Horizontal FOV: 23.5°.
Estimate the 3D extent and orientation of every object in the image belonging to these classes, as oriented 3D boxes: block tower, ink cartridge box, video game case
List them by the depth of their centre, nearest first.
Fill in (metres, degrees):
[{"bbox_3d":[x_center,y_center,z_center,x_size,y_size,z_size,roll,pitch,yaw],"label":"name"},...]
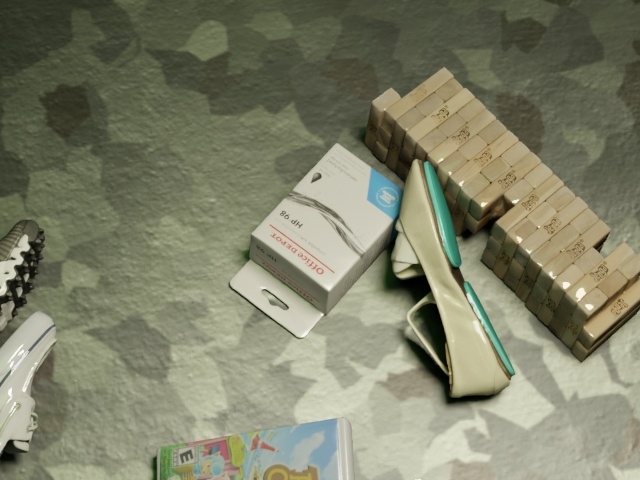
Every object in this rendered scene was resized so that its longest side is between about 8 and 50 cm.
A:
[{"bbox_3d":[-0.059,0.278,1.415,0.193,0.023,0.212,-11,61,15],"label":"video game case"},{"bbox_3d":[0.000,0.000,1.584,0.104,0.060,0.180,36,65,13],"label":"ink cartridge box"},{"bbox_3d":[0.193,-0.036,1.602,0.097,0.091,0.335,-38,72,-22],"label":"block tower"}]

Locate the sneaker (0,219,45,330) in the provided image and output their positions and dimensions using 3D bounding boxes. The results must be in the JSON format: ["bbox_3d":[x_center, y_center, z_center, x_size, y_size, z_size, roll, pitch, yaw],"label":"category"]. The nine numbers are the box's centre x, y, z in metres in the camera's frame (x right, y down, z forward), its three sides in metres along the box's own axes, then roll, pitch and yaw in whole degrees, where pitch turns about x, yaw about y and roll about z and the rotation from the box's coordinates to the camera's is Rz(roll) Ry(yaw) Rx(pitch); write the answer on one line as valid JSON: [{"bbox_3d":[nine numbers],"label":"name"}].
[{"bbox_3d":[-0.359,0.065,1.513,0.106,0.078,0.234,24,65,6],"label":"sneaker"}]

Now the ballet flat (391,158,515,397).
[{"bbox_3d":[0.115,0.043,1.544,0.086,0.086,0.248,-19,80,-14],"label":"ballet flat"}]

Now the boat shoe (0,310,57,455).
[{"bbox_3d":[-0.306,0.177,1.467,0.076,0.083,0.226,33,76,0],"label":"boat shoe"}]
